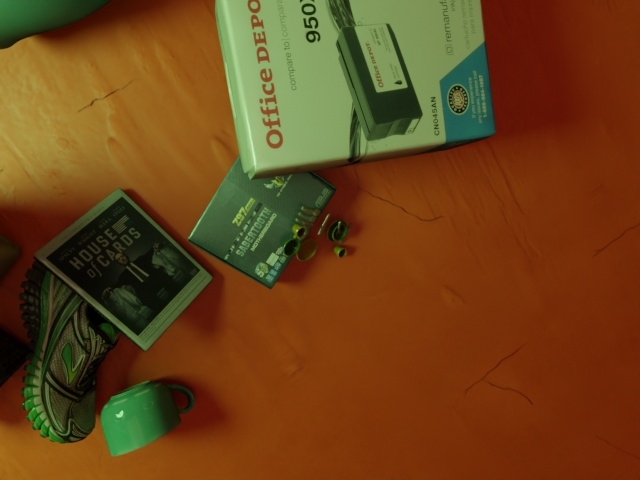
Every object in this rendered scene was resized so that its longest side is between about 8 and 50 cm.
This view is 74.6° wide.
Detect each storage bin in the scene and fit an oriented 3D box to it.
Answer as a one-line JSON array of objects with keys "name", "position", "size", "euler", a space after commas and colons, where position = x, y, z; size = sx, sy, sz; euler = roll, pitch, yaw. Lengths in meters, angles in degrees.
[{"name": "storage bin", "position": [-0.628, 0.257, 0.747], "size": [0.180, 0.122, 0.084], "euler": [-45, 104, 3]}]

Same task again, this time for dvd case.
[{"name": "dvd case", "position": [-0.336, 0.050, 0.747], "size": [0.239, 0.029, 0.179], "euler": [47, 58, -14]}]

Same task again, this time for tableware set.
[{"name": "tableware set", "position": [0.000, 0.000, 0.791], "size": [0.154, 0.024, 0.104], "euler": [17, 105, -47]}]

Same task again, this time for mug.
[{"name": "mug", "position": [-0.339, 0.326, 0.808], "size": [0.129, 0.157, 0.098], "euler": [-22, 85, 15]}]

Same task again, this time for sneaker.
[{"name": "sneaker", "position": [-0.436, 0.204, 0.757], "size": [0.146, 0.134, 0.344], "euler": [2, 101, -9]}]

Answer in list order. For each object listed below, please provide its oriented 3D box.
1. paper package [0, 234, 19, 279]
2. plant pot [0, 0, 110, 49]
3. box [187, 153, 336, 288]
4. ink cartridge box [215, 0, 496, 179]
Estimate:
[{"name": "paper package", "position": [-0.640, 0.094, 0.573], "size": [0.168, 0.325, 0.310], "euler": [36, 79, -13]}, {"name": "plant pot", "position": [-0.431, -0.416, 0.580], "size": [0.255, 0.272, 0.272], "euler": [-29, 104, 15]}, {"name": "box", "position": [-0.108, -0.053, 0.788], "size": [0.183, 0.059, 0.233], "euler": [33, 94, -12]}, {"name": "ink cartridge box", "position": [0.051, -0.271, 0.680], "size": [0.394, 0.166, 0.286], "euler": [-11, 97, -12]}]
